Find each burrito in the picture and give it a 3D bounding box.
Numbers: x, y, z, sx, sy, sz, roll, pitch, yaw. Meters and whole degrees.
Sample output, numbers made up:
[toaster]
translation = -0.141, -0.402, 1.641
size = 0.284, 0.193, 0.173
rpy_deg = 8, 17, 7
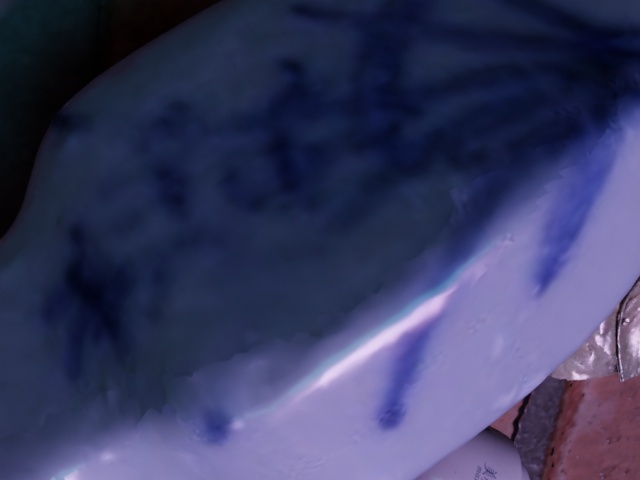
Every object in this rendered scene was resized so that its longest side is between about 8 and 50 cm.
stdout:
[burrito]
translation = 0.216, -0.003, 0.872
size = 0.087, 0.060, 0.226
rpy_deg = 10, 118, -23

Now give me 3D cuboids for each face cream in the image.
[face cream]
translation = 0.077, 0.151, 0.895
size = 0.095, 0.091, 0.091
rpy_deg = 34, 104, -29

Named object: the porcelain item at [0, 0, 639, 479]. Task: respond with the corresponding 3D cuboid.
[porcelain item]
translation = 0.000, 0.000, 0.674
size = 0.405, 0.242, 0.178
rpy_deg = -32, 154, -2
